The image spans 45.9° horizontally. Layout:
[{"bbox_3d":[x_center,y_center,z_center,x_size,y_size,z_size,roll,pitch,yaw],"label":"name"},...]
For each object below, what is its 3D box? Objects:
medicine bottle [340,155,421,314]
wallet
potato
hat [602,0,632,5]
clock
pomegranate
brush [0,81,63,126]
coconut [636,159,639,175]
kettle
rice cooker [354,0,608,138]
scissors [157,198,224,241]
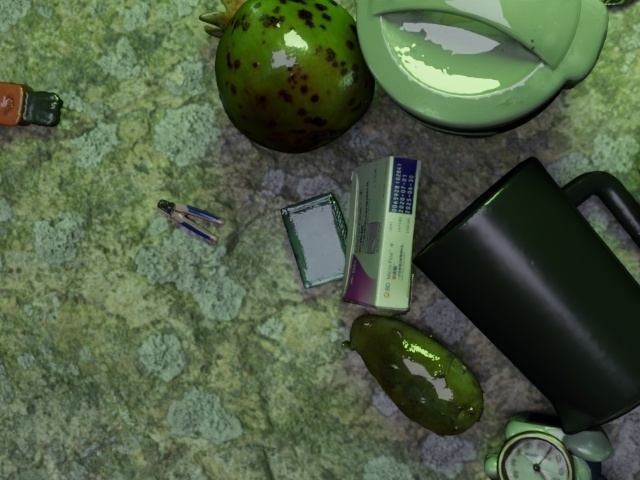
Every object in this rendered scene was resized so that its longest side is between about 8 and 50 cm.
[{"bbox_3d":[0.081,-0.006,1.030,0.052,0.171,0.201,6,89,-15],"label":"medicine bottle"},{"bbox_3d":[0.000,0.000,1.125,0.088,0.026,0.129,-18,89,8],"label":"wallet"},{"bbox_3d":[0.134,0.186,1.077,0.225,0.090,0.117,38,108,15],"label":"potato"},{"bbox_3d":[0.391,-0.366,0.994,0.121,0.050,0.121,2,97,15],"label":"hat"},{"bbox_3d":[0.323,0.363,1.020,0.200,0.146,0.243,1,90,18],"label":"clock"},{"bbox_3d":[-0.063,-0.250,1.017,0.286,0.231,0.231,44,102,6],"label":"pomegranate"},{"bbox_3d":[-0.571,-0.228,1.228,0.323,0.051,0.070,7,98,13],"label":"brush"},{"bbox_3d":[0.504,-0.078,0.910,0.241,0.241,0.241,1,95,13],"label":"coconut"},{"bbox_3d":[0.312,0.057,0.999,0.308,0.262,0.203,48,138,2],"label":"kettle"},{"bbox_3d":[0.193,-0.263,0.933,0.288,0.277,0.288,1,96,12],"label":"rice cooker"},{"bbox_3d":[-0.204,-0.036,1.177,0.113,0.012,0.039,24,99,10],"label":"scissors"}]
